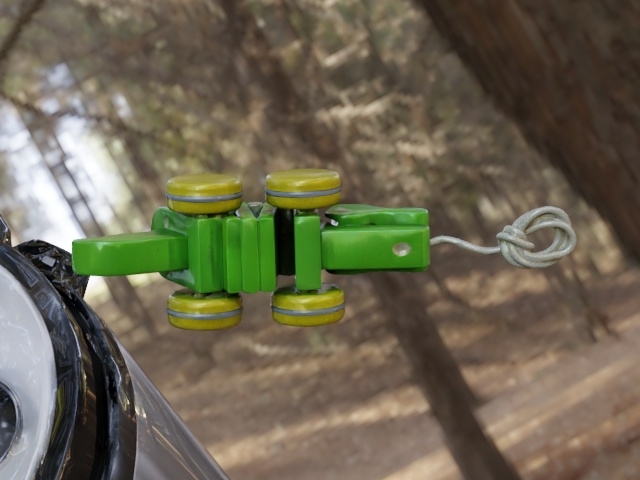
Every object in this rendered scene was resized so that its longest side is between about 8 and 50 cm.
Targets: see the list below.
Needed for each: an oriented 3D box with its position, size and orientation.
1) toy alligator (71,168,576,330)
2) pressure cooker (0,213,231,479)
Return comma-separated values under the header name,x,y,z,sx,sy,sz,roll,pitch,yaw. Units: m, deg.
name,x,y,z,sx,sy,sz,roll,pitch,yaw
toy alligator,0.000,0.000,0.639,0.189,0.056,0.051,-3,11,-7
pressure cooker,-0.241,0.193,1.010,0.375,0.370,0.420,-40,-42,-9
